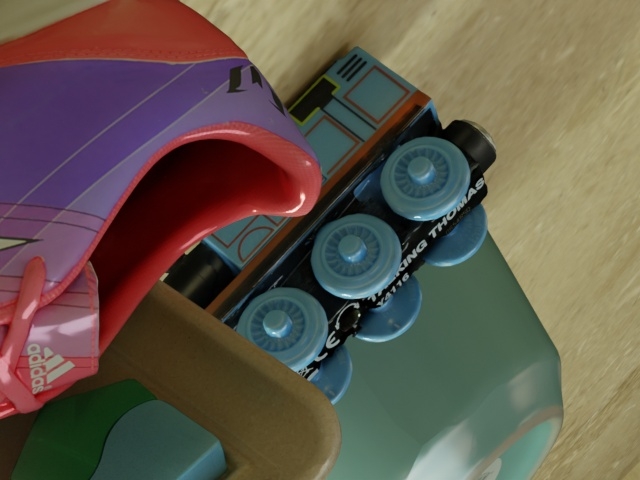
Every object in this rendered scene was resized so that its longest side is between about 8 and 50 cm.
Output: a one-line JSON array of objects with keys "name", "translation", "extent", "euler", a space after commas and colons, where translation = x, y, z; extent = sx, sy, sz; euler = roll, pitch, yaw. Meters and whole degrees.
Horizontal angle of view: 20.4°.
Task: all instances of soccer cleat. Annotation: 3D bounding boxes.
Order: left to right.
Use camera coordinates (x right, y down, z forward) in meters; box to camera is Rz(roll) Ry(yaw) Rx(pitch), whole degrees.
[{"name": "soccer cleat", "translation": [-0.139, 0.025, 0.561], "extent": [0.318, 0.116, 0.108], "euler": [-40, 157, -26]}]

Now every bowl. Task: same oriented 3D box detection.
[{"name": "bowl", "translation": [0.026, 0.114, 1.044], "extent": [0.311, 0.163, 0.311], "euler": [-42, 159, -20]}]

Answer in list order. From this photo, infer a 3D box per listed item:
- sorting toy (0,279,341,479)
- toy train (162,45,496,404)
[{"name": "sorting toy", "translation": [-0.127, 0.081, 0.596], "extent": [0.208, 0.193, 0.038], "euler": [-43, 144, -22]}, {"name": "toy train", "translation": [0.000, 0.000, 0.848], "extent": [0.184, 0.105, 0.080], "euler": [-47, 152, -10]}]
